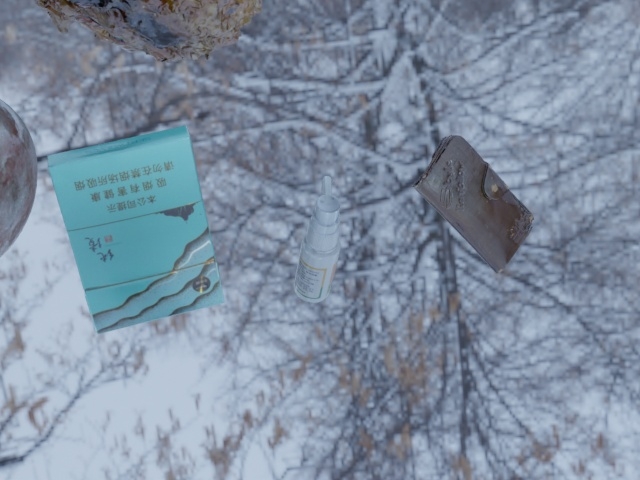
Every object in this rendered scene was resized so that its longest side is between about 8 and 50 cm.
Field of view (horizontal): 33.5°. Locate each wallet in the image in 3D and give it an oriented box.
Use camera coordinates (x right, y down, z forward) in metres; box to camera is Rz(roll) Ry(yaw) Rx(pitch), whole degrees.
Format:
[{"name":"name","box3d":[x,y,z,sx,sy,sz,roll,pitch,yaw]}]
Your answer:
[{"name":"wallet","box3d":[0.194,-0.046,1.319,0.095,0.176,0.026,-54,-153,-15]}]

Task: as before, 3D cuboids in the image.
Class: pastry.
[{"name":"pastry","box3d":[-0.272,-0.442,1.577,0.405,0.337,0.292,24,-120,-4]}]

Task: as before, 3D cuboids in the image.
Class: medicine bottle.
[{"name":"medicine bottle","box3d":[0.000,0.000,1.656,0.061,0.221,0.092,4,-128,-5]}]

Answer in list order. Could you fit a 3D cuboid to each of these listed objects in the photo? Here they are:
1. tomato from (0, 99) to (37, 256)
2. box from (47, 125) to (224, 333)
[{"name":"tomato","box3d":[-0.532,-0.086,1.394,0.316,0.283,0.317,-5,163,-2]},{"name":"box","box3d":[-0.210,-0.009,1.241,0.162,0.229,0.041,-13,-149,-8]}]
